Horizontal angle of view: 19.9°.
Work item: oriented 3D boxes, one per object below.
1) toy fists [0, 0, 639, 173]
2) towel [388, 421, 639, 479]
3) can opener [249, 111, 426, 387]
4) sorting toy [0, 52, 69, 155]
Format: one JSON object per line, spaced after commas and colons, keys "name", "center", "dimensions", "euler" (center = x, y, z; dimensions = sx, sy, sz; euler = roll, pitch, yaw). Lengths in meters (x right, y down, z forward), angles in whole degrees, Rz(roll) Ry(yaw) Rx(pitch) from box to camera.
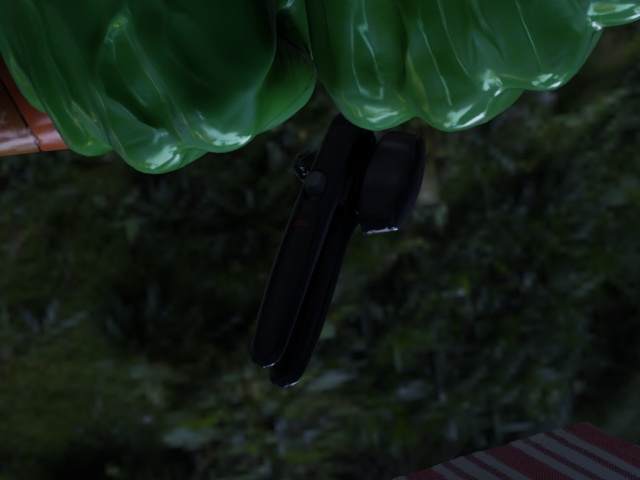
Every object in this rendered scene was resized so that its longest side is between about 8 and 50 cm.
{"name": "toy fists", "center": [-0.009, -0.105, 0.653], "dimensions": [0.279, 0.142, 0.096], "euler": [-6, -169, 32]}
{"name": "towel", "center": [0.106, 0.149, 0.961], "dimensions": [0.197, 0.029, 0.144], "euler": [-13, -164, -23]}
{"name": "can opener", "center": [0.000, 0.000, 1.086], "dimensions": [0.073, 0.059, 0.186], "euler": [-1, -129, 40]}
{"name": "sorting toy", "center": [-0.264, -0.188, 1.176], "dimensions": [0.126, 0.366, 0.127], "euler": [-31, 168, -8]}
